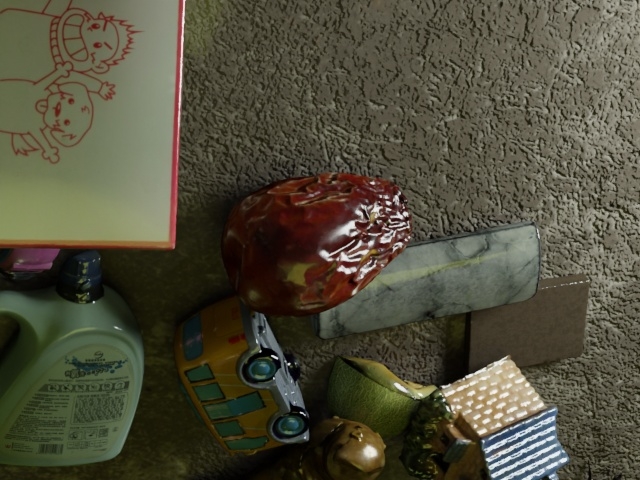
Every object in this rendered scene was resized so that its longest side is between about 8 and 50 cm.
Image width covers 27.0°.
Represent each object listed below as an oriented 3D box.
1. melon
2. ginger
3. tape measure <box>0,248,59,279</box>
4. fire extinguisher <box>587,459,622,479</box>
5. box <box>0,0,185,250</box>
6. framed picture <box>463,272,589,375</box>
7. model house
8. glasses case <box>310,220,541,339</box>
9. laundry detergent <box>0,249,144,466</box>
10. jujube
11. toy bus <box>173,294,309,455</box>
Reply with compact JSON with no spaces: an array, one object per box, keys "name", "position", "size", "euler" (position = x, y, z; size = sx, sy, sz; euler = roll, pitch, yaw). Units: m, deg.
[{"name":"melon","position":[0.082,0.226,1.780],"size":[0.160,0.079,0.128],"euler":[20,112,-28]},{"name":"ginger","position":[-0.032,0.316,1.756],"size":[0.309,0.107,0.133],"euler":[-33,172,32]},{"name":"tape measure","position":[-0.332,-0.025,1.468],"size":[0.074,0.125,0.118],"euler":[0,127,-42]},{"name":"fire extinguisher","position":[0.334,0.399,1.971],"size":[0.252,0.075,0.106],"euler":[-7,122,-13]},{"name":"box","position":[-0.300,-0.156,1.237],"size":[0.312,0.300,0.314],"euler":[1,98,-18]},{"name":"framed picture","position":[0.278,0.114,1.806],"size":[0.169,0.023,0.127],"euler":[-9,123,-12]},{"name":"model house","position":[0.220,0.287,1.769],"size":[0.166,0.172,0.183],"euler":[-22,150,-34]},{"name":"glasses case","position":[0.132,0.047,1.695],"size":[0.299,0.060,0.114],"euler":[-11,124,-11]},{"name":"laundry detergent","position":[-0.314,0.133,1.579],"size":[0.215,0.105,0.280],"euler":[1,122,-16]},{"name":"jujube","position":[0.000,0.000,1.569],"size":[0.236,0.168,0.168],"euler":[-18,126,-27]},{"name":"toy bus","position":[-0.100,0.174,1.665],"size":[0.136,0.126,0.209],"euler":[-20,126,6]}]
